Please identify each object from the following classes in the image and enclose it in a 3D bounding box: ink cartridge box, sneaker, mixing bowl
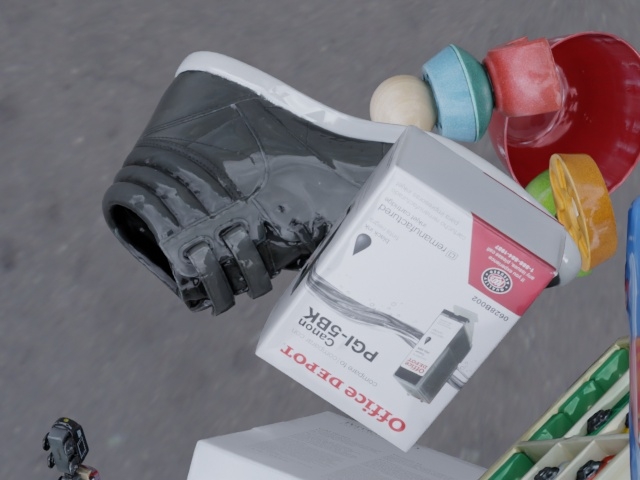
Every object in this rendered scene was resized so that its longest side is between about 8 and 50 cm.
[{"bbox_3d":[0.045,0.026,0.945,0.099,0.056,0.135,33,118,-5],"label":"ink cartridge box"},{"bbox_3d":[0.000,0.000,1.102,0.296,0.104,0.147,24,64,26],"label":"sneaker"},{"bbox_3d":[0.233,-0.130,1.869,0.181,0.098,0.181,-11,113,-28],"label":"mixing bowl"}]

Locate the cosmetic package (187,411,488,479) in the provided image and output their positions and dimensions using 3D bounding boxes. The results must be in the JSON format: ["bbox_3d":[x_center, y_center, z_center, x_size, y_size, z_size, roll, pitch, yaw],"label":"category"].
[{"bbox_3d":[0.102,0.266,1.686,0.377,0.284,0.097,18,100,24],"label":"cosmetic package"}]

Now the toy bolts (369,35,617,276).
[{"bbox_3d":[0.137,-0.057,1.589,0.159,0.218,0.228,-15,93,-4],"label":"toy bolts"}]

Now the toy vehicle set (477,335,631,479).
[{"bbox_3d":[0.110,0.142,0.940,0.267,0.166,0.035,-43,95,-18],"label":"toy vehicle set"}]

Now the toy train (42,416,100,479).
[{"bbox_3d":[-0.186,0.191,1.443,0.027,0.036,0.158,12,138,17],"label":"toy train"}]

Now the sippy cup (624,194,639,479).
[{"bbox_3d":[0.208,0.075,0.662,0.240,0.305,0.224,-11,95,-5],"label":"sippy cup"}]
